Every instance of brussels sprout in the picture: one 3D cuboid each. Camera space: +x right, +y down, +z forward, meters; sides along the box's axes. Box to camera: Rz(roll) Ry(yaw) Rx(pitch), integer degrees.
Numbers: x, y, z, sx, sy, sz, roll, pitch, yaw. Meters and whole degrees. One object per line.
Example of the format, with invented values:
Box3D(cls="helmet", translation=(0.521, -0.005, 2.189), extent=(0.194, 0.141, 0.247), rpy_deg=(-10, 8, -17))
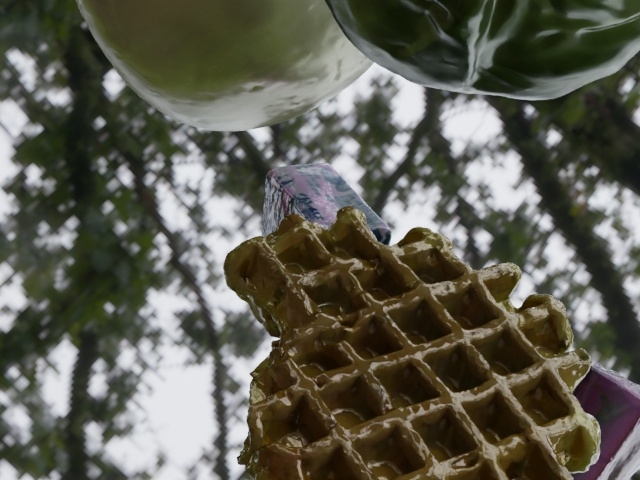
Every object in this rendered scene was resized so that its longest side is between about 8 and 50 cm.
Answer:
Box3D(cls="brussels sprout", translation=(0.101, -0.189, 0.908), extent=(0.244, 0.244, 0.244), rpy_deg=(20, -46, 22))

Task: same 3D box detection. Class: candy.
Box3D(cls="candy", translation=(0.000, 0.000, 1.466), extent=(0.160, 0.073, 0.092), rpy_deg=(-130, -138, -58))

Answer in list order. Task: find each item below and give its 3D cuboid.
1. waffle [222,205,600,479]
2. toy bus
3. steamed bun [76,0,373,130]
Box3D(cls="waffle", translation=(0.040, 0.086, 0.942), extent=(0.249, 0.253, 0.056), rpy_deg=(26, -45, 9))
Box3D(cls="toy bus", translation=(0.187, 0.236, 1.393), extent=(0.090, 0.274, 0.112), rpy_deg=(33, -7, 23))
Box3D(cls="steamed bun", translation=(-0.040, -0.242, 1.188), extent=(0.233, 0.334, 0.312), rpy_deg=(-8, -94, 19))
